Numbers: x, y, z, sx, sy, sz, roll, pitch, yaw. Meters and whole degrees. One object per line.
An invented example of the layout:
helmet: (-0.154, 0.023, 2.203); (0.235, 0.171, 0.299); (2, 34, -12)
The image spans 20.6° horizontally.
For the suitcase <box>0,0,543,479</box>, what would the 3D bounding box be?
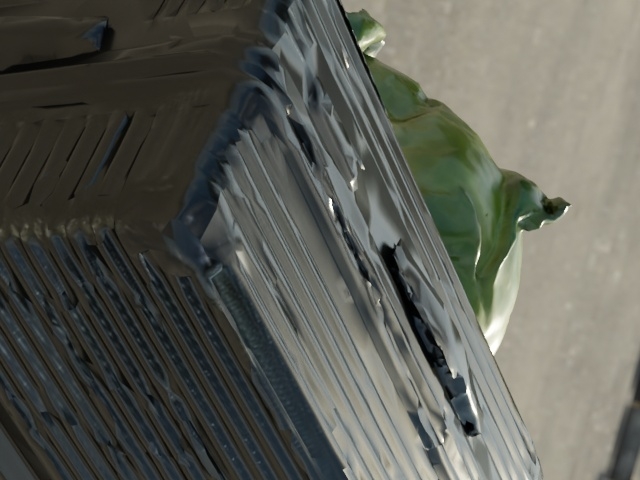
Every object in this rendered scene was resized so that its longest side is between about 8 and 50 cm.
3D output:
suitcase: (-0.060, 0.063, 0.653); (0.335, 0.229, 0.152); (63, 33, -41)

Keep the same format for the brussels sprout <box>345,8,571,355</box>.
brussels sprout: (-0.002, 0.000, 1.091); (0.294, 0.259, 0.227); (-58, 172, -19)
